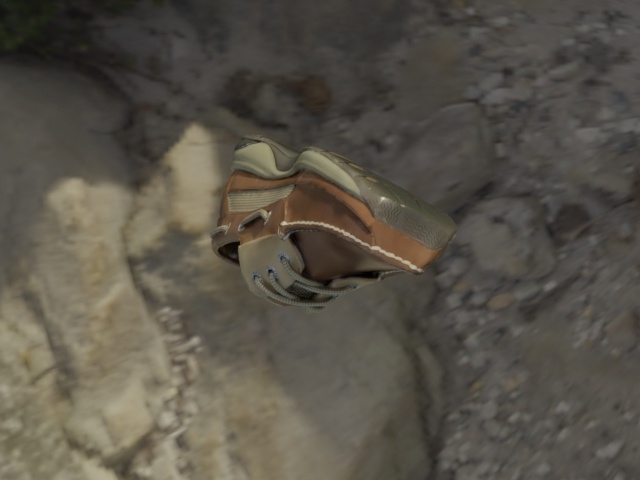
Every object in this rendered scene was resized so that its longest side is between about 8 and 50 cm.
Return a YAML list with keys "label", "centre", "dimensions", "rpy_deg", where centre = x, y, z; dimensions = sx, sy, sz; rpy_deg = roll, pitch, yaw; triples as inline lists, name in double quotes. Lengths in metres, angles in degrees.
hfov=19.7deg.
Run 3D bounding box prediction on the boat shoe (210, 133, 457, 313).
- label: "boat shoe"
  centre: [0.000, 0.000, 1.412]
  dimensions: [0.123, 0.324, 0.120]
  rpy_deg: [27, 87, -19]
